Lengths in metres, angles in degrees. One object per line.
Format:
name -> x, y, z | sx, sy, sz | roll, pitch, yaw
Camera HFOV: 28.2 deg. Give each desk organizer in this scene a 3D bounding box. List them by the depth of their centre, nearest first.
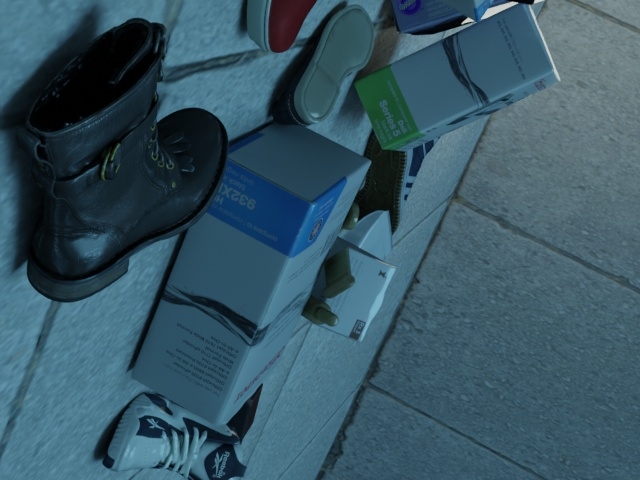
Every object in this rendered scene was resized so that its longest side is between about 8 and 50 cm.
desk organizer -> -0.135, 0.284, 2.143 | 0.050, 0.047, 0.130 | -57, 169, -40

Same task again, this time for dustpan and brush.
dustpan and brush -> 0.036, 0.041, 2.224 | 0.211, 0.060, 0.147 | -47, 154, -21

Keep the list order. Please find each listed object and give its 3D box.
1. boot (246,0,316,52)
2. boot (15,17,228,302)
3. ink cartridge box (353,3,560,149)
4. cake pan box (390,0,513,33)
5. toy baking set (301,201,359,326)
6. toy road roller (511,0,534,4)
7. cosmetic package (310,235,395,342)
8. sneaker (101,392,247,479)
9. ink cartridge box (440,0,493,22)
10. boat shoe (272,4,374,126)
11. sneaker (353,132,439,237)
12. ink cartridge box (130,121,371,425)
boot -> 0.039, -0.264, 1.214 | 0.244, 0.176, 0.088 | -66, 171, 28
boot -> -0.144, -0.085, 1.010 | 0.263, 0.091, 0.229 | -51, 166, -39
ink cartridge box -> 0.209, -0.238, 1.895 | 0.273, 0.114, 0.198 | -24, 177, 14
cake pan box -> 0.246, -0.364, 1.857 | 0.267, 0.246, 0.070 | -26, 102, -71
toy baking set -> -0.001, 0.007, 1.667 | 0.256, 0.030, 0.196 | 13, -90, 66
toy road roller -> 0.153, -0.398, 1.409 | 0.329, 0.203, 0.240 | -33, 134, -71
cosmetic package -> 0.004, 0.049, 1.780 | 0.117, 0.086, 0.231 | -66, -156, 1
sneaker -> -0.170, 0.265, 1.613 | 0.094, 0.153, 0.235 | -65, 170, 3
ink cartridge box -> 0.198, -0.370, 1.609 | 0.143, 0.090, 0.092 | -56, 164, -5
boat shoe -> 0.001, -0.213, 1.546 | 0.065, 0.075, 0.206 | -13, -143, 41
sneaker -> 0.135, -0.123, 2.272 | 0.153, 0.099, 0.282 | -51, 163, -41
ink cartridge box -> -0.081, 0.032, 1.513 | 0.307, 0.129, 0.223 | -66, 170, 22
